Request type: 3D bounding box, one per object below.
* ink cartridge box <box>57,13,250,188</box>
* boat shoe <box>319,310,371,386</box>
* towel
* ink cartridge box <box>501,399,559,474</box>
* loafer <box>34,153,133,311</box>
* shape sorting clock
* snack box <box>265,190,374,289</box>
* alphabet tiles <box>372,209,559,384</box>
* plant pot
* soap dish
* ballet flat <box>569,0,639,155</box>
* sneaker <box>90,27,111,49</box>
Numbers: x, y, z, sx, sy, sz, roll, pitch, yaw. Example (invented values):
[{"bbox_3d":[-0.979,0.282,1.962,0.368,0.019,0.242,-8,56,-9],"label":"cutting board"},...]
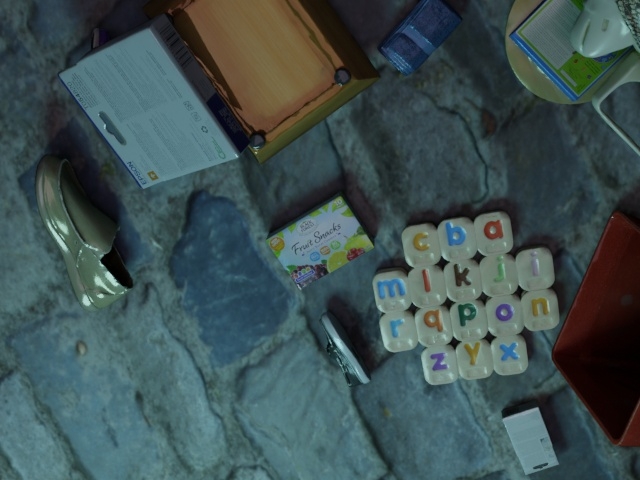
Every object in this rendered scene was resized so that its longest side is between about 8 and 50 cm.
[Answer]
[{"bbox_3d":[-0.241,-0.192,1.442,0.224,0.045,0.223,-13,121,41],"label":"ink cartridge box"},{"bbox_3d":[0.032,0.180,1.625,0.040,0.049,0.142,-28,107,13],"label":"boat shoe"},{"bbox_3d":[0.146,-0.302,1.464,0.067,0.029,0.119,42,106,-10],"label":"towel"},{"bbox_3d":[0.348,0.327,1.660,0.063,0.029,0.115,-20,107,10],"label":"ink cartridge box"},{"bbox_3d":[-0.364,-0.017,1.567,0.092,0.102,0.268,-13,116,7],"label":"loafer"},{"bbox_3d":[0.366,-0.299,1.441,0.206,0.040,0.206,0,112,-1],"label":"shape sorting clock"},{"bbox_3d":[0.000,0.000,1.572,0.141,0.037,0.100,-31,102,13],"label":"snack box"},{"bbox_3d":[0.231,0.094,1.595,0.284,0.021,0.278,-9,108,8],"label":"alphabet tiles"},{"bbox_3d":[0.535,0.145,1.477,0.236,0.267,0.267,14,109,-14],"label":"plant pot"},{"bbox_3d":[-0.088,-0.281,1.442,0.229,0.118,0.291,-34,102,14],"label":"soap dish"},{"bbox_3d":[0.452,-0.240,1.373,0.182,0.164,0.483,-22,119,20],"label":"ballet flat"},{"bbox_3d":[-0.294,-0.244,1.509,0.071,0.068,0.170,-24,115,-3],"label":"sneaker"}]
